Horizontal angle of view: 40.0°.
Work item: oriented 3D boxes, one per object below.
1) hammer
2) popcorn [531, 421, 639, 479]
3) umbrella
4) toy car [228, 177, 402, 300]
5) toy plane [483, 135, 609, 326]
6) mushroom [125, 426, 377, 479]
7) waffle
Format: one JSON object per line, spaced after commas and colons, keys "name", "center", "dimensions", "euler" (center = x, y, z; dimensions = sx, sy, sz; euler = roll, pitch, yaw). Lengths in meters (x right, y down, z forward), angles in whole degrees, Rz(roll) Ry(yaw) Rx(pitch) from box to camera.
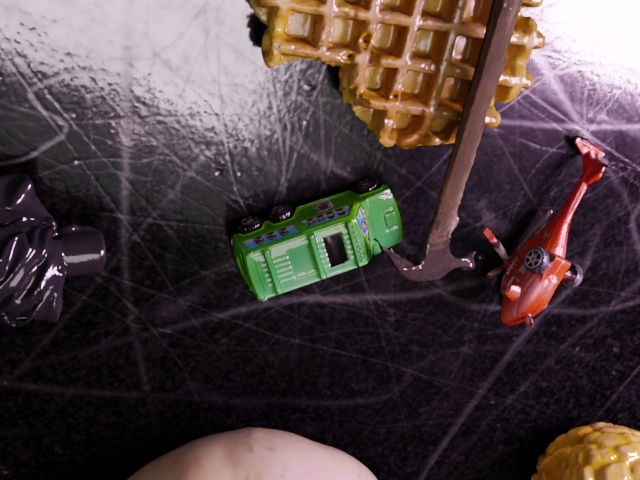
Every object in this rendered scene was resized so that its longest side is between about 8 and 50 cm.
{"name": "hammer", "center": [0.129, -0.088, 0.777], "dimensions": [0.125, 0.027, 0.297], "euler": [-6, 126, -30]}
{"name": "popcorn", "center": [0.334, 0.291, 1.013], "dimensions": [0.180, 0.170, 0.179], "euler": [11, 116, 23]}
{"name": "umbrella", "center": [-0.318, 0.017, 0.730], "dimensions": [0.273, 0.122, 0.110], "euler": [-6, 161, -16]}
{"name": "toy car", "center": [0.000, 0.000, 0.825], "dimensions": [0.165, 0.062, 0.071], "euler": [-19, 119, -5]}
{"name": "toy plane", "center": [0.239, 0.001, 0.888], "dimensions": [0.194, 0.077, 0.126], "euler": [-45, 127, -1]}
{"name": "mushroom", "center": [-0.084, 0.374, 0.873], "dimensions": [0.325, 0.353, 0.353], "euler": [10, 117, 15]}
{"name": "waffle", "center": [0.074, -0.181, 0.758], "dimensions": [0.249, 0.056, 0.253], "euler": [-25, 121, -2]}
